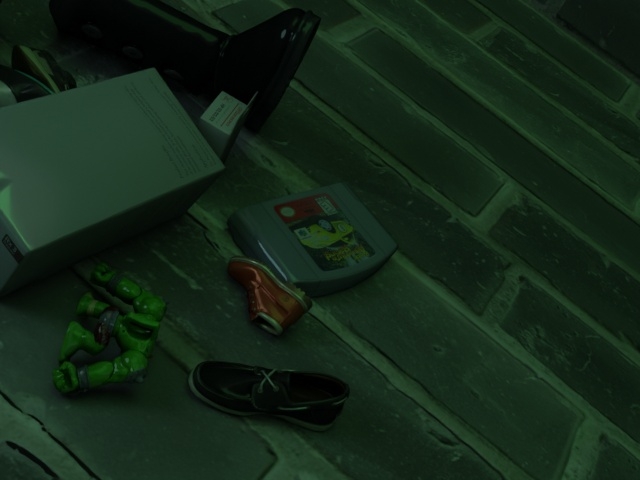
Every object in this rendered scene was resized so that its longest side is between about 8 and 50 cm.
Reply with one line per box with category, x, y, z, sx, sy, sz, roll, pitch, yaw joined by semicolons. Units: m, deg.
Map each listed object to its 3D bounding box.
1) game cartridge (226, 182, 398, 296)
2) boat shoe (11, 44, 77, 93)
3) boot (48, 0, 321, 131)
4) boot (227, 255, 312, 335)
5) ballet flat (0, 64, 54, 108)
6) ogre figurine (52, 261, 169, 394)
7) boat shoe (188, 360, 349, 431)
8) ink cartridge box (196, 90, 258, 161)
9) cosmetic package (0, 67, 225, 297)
game cartridge;0.000;0.000;1.507;0.294;0.060;0.196;-18;65;-43
boat shoe;-0.451;-0.260;1.455;0.073;0.080;0.223;-19;57;-38
boot;-0.253;-0.385;1.510;0.445;0.367;0.146;29;65;-9
boot;-0.100;0.086;1.348;0.158;0.059;0.084;32;63;22
ballet flat;-0.544;-0.248;1.383;0.280;0.095;0.096;33;48;17
ogre figurine;-0.280;0.126;1.159;0.118;0.097;0.197;14;30;-4
boat shoe;-0.072;0.208;1.224;0.233;0.079;0.084;16;44;-17
ink cartridge box;-0.180;-0.183;1.472;0.061;0.181;0.104;30;39;-4
cosmetic package;-0.356;-0.097;1.261;0.385;0.156;0.217;-28;81;-46
